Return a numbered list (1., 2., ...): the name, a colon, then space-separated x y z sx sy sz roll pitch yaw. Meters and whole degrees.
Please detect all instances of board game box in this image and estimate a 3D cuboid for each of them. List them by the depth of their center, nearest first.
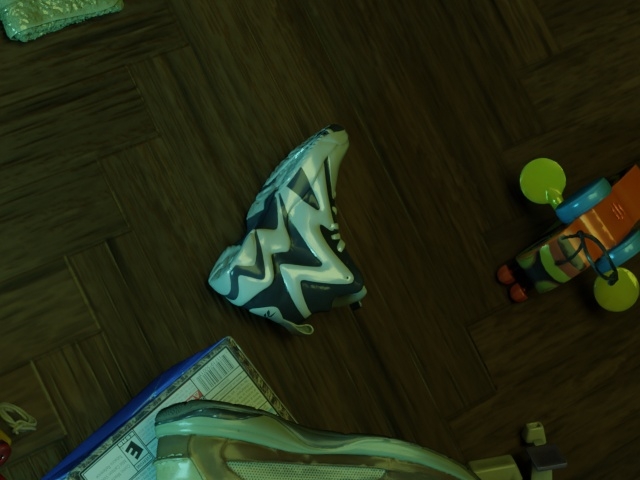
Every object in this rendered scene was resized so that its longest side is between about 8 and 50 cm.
1. board game box: -0.105 0.285 1.732 0.232 0.141 0.291 -40 95 -35

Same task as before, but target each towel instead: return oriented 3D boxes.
1. towel: -0.285 -0.275 1.895 0.148 0.027 0.110 -24 85 -35

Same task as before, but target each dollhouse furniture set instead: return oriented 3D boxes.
1. dollhouse furniture set: 0.207 0.266 2.010 0.114 0.091 0.081 -8 119 -11

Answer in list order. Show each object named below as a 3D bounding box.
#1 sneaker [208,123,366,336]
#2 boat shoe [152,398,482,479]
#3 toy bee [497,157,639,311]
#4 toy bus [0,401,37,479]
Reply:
1. sneaker: 0.000 0.000 1.929 0.153 0.094 0.235 40 57 -15
2. boat shoe: -0.007 0.236 1.660 0.324 0.122 0.120 14 71 -18
3. toy bee: 0.283 -0.004 2.087 0.298 0.162 0.195 1 62 -57
4. toy bus: -0.367 0.200 1.626 0.202 0.191 0.104 28 104 -19
